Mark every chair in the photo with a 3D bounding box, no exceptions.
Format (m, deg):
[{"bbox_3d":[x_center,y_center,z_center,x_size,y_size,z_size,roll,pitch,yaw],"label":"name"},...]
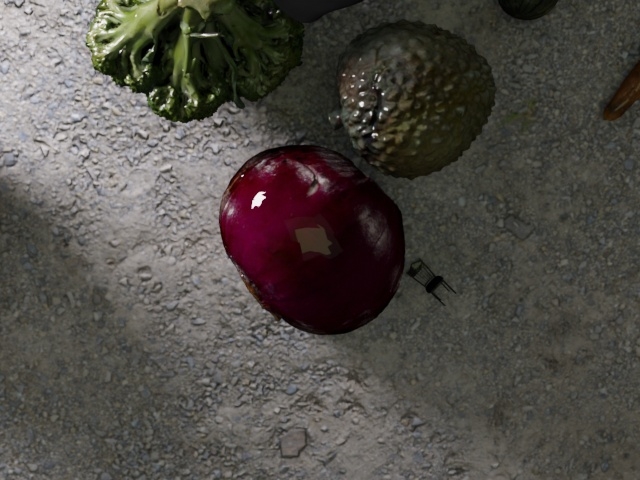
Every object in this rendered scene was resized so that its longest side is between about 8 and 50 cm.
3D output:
[{"bbox_3d":[0.191,0.072,2.044,0.086,0.042,0.037,43,88,-11],"label":"chair"}]

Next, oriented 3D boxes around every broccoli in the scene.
[{"bbox_3d":[-0.187,-0.328,1.818,0.304,0.283,0.321,42,77,2],"label":"broccoli"}]

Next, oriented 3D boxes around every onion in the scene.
[{"bbox_3d":[0.000,0.000,1.907,0.282,0.260,0.336,-34,101,-6],"label":"onion"}]

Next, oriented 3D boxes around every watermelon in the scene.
[{"bbox_3d":[0.349,-0.426,1.959,0.105,0.105,0.133,29,71,-10],"label":"watermelon"}]

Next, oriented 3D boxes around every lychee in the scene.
[{"bbox_3d":[0.142,-0.225,1.884,0.274,0.255,0.255,-12,100,3],"label":"lychee"}]

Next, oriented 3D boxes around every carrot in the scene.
[{"bbox_3d":[0.558,-0.282,2.028,0.061,0.061,0.209,44,96,-11],"label":"carrot"}]

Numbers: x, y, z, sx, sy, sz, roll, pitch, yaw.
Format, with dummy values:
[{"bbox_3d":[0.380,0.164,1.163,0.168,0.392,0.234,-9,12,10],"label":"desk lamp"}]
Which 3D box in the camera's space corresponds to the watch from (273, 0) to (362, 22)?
[{"bbox_3d":[0.001,-0.517,1.796,0.314,0.335,0.327,-15,119,25],"label":"watch"}]
